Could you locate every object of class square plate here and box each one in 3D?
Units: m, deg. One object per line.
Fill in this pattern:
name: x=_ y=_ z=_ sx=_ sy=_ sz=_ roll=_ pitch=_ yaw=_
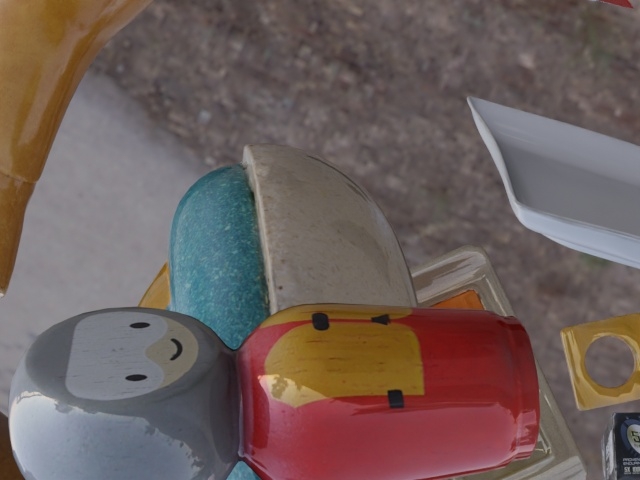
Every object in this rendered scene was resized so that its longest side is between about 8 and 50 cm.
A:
square plate: x=0.339 y=-0.042 z=1.814 sx=0.344 sy=0.049 sz=0.347 roll=16 pitch=-158 yaw=-11

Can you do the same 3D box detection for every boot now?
boot: x=-0.188 y=-0.071 z=1.029 sx=0.104 sy=0.211 sz=0.295 roll=18 pitch=157 yaw=-41

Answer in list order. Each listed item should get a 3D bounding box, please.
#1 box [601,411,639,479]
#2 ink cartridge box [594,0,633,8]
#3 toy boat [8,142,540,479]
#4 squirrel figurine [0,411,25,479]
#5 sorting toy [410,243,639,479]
box: x=0.386 y=0.238 z=1.774 sx=0.147 sy=0.078 sz=0.180 roll=-2 pitch=163 yaw=6
ink cartridge box: x=0.207 y=-0.313 z=1.553 sx=0.232 sy=0.189 sz=0.066 roll=-5 pitch=144 yaw=-48
toy boat: x=-0.025 y=0.076 z=0.588 sx=0.148 sy=0.268 sz=0.318 roll=-4 pitch=166 yaw=-6
squirrel figurine: x=-0.223 y=0.247 z=0.806 sx=0.397 sy=0.281 sz=0.370 roll=-1 pitch=-166 yaw=22
sorting toy: x=0.077 y=0.120 z=1.171 sx=0.047 sy=0.347 sz=0.196 roll=100 pitch=147 yaw=-81
